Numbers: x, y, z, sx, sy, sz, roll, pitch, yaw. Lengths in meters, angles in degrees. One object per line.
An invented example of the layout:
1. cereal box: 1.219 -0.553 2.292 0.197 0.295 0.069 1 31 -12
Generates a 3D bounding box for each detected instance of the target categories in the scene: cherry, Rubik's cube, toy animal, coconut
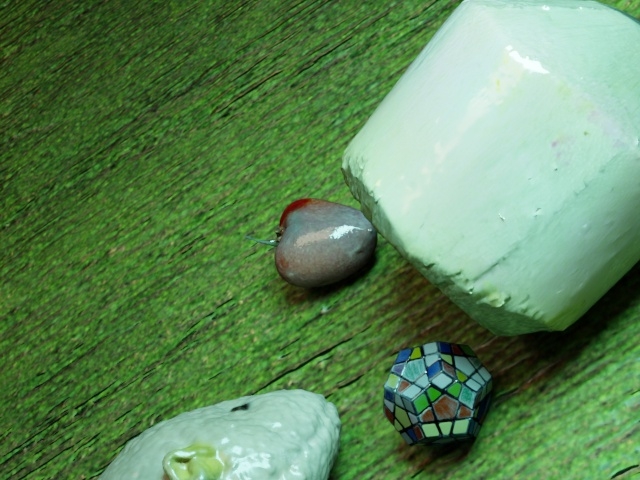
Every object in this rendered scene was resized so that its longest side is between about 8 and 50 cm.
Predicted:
1. cherry: 0.000 0.006 1.806 0.126 0.087 0.106 18 61 28
2. Rubik's cube: 0.113 0.148 1.577 0.093 0.111 0.111 -54 30 34
3. toy animal: -0.131 0.277 1.584 0.358 0.188 0.226 -42 10 3
4. coconut: 0.205 -0.089 1.559 0.309 0.297 0.297 -46 39 8
